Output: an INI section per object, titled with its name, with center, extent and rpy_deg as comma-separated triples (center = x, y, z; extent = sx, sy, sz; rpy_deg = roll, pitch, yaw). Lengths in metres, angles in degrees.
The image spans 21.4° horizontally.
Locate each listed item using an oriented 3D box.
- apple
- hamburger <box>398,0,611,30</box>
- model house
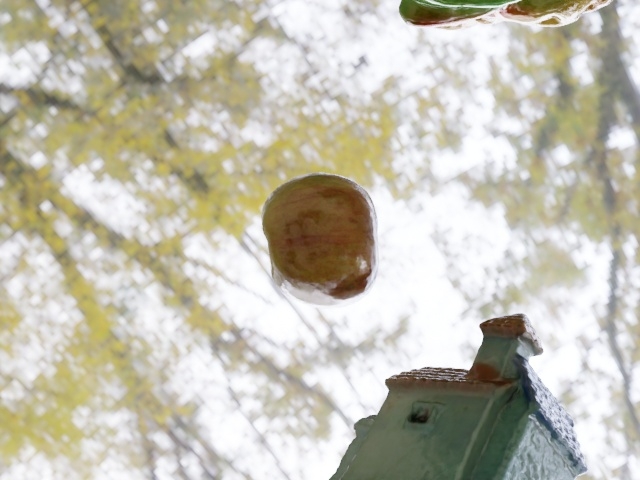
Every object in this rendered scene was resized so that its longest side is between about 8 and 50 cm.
[apple]
center = 0.000, 0.000, 1.032
extent = 0.071, 0.084, 0.084
rpy_deg = -3, -131, 4
[hamburger]
center = 0.115, -0.225, 0.997
extent = 0.237, 0.149, 0.237
rpy_deg = -18, -123, 30
[model house]
center = 0.099, 0.121, 1.047
extent = 0.148, 0.119, 0.148
rpy_deg = 2, -122, 46
